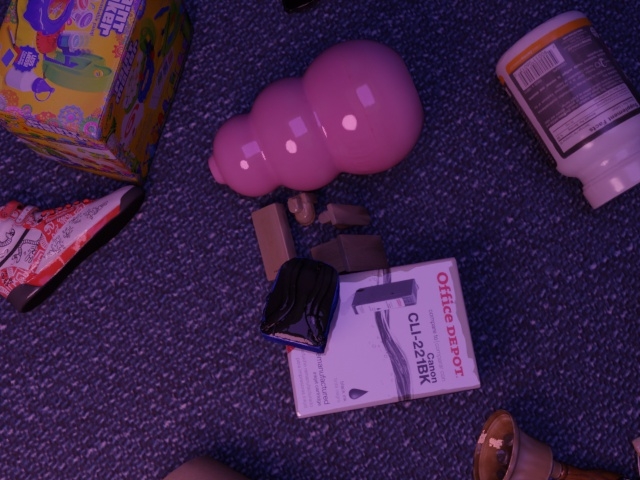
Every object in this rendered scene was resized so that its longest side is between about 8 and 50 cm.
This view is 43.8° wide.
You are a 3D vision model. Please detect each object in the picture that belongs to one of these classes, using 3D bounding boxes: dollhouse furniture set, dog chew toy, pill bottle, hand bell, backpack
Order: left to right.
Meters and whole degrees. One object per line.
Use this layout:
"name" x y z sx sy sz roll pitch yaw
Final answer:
"backpack" -0.026 0.087 1.102 0.097 0.101 0.120 14 76 3
"dog chew toy" -0.014 -0.170 1.219 0.331 0.206 0.207 -23 80 4
"dollhouse furniture set" 0.000 0.000 1.269 0.151 0.123 0.144 -21 78 32
"hand bell" 0.364 0.344 1.184 0.242 0.126 0.126 18 80 -10
"pill bottle" 0.408 -0.200 1.236 0.162 0.162 0.278 -30 82 -5

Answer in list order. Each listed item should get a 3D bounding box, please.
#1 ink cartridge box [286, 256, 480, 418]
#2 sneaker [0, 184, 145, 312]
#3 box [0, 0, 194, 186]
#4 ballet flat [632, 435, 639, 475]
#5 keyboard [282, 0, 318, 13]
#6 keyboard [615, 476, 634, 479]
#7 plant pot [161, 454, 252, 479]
"ink cartridge box" 0.086 0.147 1.197 0.272 0.114 0.197 -9 79 -1
"sneaker" -0.415 -0.028 1.244 0.270 0.090 0.145 -44 85 -4
"box" -0.332 -0.269 1.192 0.177 0.279 0.290 16 80 3
"ballet flat" 0.514 0.372 1.195 0.052 0.057 0.168 -21 75 25
"keyboard" -0.031 -0.485 1.361 0.100 0.038 0.192 -15 80 21
"keyboard" 0.410 0.486 1.121 0.201 0.033 0.317 12 100 25
"plant pot" -0.120 0.441 1.098 0.256 0.256 0.274 -43 67 -7
